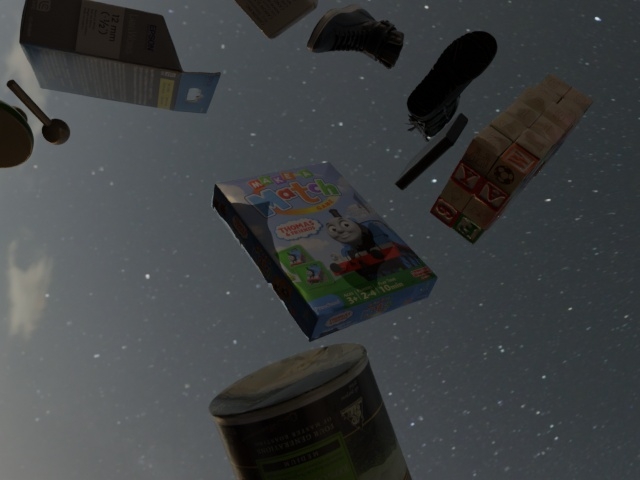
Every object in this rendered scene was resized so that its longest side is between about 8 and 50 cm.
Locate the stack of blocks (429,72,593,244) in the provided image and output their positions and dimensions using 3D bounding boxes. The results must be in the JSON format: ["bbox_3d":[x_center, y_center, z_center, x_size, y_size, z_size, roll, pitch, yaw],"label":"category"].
[{"bbox_3d":[0.310,-0.145,0.998,0.087,0.297,0.171,40,-35,13],"label":"stack of blocks"}]

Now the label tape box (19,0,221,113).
[{"bbox_3d":[-0.382,-0.358,1.266,0.249,0.348,0.115,161,-67,-73],"label":"label tape box"}]

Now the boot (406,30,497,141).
[{"bbox_3d":[0.142,-0.165,0.702,0.121,0.099,0.045,-46,-103,8],"label":"boot"}]

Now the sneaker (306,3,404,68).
[{"bbox_3d":[0.085,-0.427,1.381,0.163,0.226,0.086,39,-43,10],"label":"sneaker"}]

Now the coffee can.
[{"bbox_3d":[0.007,0.290,0.773,0.202,0.202,0.275,-18,-86,42],"label":"coffee can"}]

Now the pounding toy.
[{"bbox_3d":[-0.627,-0.249,1.263,0.237,0.183,0.110,-13,-129,15],"label":"pounding toy"}]

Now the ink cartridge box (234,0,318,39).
[{"bbox_3d":[-0.107,-0.379,0.625,0.066,0.296,0.261,-27,-144,28],"label":"ink cartridge box"}]

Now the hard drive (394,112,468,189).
[{"bbox_3d":[0.188,-0.150,1.087,0.022,0.094,0.135,43,-46,-4],"label":"hard drive"}]

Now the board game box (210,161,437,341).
[{"bbox_3d":[0.000,0.000,0.700,0.211,0.160,0.039,49,-41,33],"label":"board game box"}]
